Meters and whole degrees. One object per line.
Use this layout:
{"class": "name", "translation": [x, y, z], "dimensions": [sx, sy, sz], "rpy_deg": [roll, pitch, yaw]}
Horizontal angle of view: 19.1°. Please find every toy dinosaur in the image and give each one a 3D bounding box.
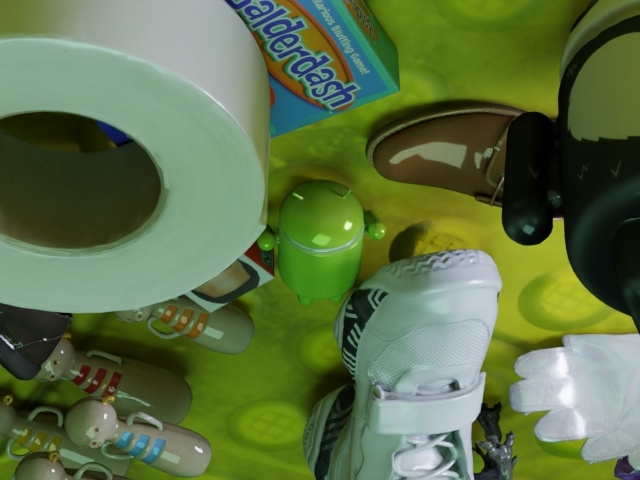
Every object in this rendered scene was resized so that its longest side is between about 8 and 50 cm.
{"class": "toy dinosaur", "translation": [0.150, 0.215, 1.673], "dimensions": [0.064, 0.268, 0.118], "rpy_deg": [-7, 105, -21]}

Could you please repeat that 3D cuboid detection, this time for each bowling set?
{"class": "bowling set", "translation": [-0.183, 0.168, 1.587], "dimensions": [0.154, 0.200, 0.287], "rpy_deg": [23, 130, -24]}

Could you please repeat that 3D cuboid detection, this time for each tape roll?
{"class": "tape roll", "translation": [-0.174, -0.072, 1.301], "dimensions": [0.286, 0.100, 0.286], "rpy_deg": [1, 140, 0]}

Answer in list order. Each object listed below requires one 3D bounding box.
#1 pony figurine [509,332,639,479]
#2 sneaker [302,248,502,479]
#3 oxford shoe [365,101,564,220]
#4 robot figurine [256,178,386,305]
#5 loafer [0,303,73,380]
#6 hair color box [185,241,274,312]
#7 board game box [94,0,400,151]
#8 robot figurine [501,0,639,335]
{"class": "pony figurine", "translation": [0.356, 0.228, 1.646], "dimensions": [0.351, 0.303, 0.363], "rpy_deg": [-11, 154, -1]}
{"class": "sneaker", "translation": [0.090, 0.171, 1.552], "dimensions": [0.137, 0.210, 0.366], "rpy_deg": [-8, 149, -19]}
{"class": "oxford shoe", "translation": [0.140, -0.053, 1.426], "dimensions": [0.212, 0.076, 0.076], "rpy_deg": [3, 141, -3]}
{"class": "robot figurine", "translation": [0.000, 0.000, 1.487], "dimensions": [0.101, 0.067, 0.115], "rpy_deg": [-5, 140, -6]}
{"class": "loafer", "translation": [-0.274, 0.019, 1.509], "dimensions": [0.078, 0.080, 0.220], "rpy_deg": [-41, 133, -5]}
{"class": "hair color box", "translation": [-0.106, -0.005, 1.496], "dimensions": [0.072, 0.043, 0.141], "rpy_deg": [-29, 133, 27]}
{"class": "board game box", "translation": [-0.071, -0.135, 1.342], "dimensions": [0.210, 0.047, 0.160], "rpy_deg": [-20, 136, 19]}
{"class": "robot figurine", "translation": [0.243, -0.058, 1.265], "dimensions": [0.209, 0.278, 0.173], "rpy_deg": [13, 140, -11]}
